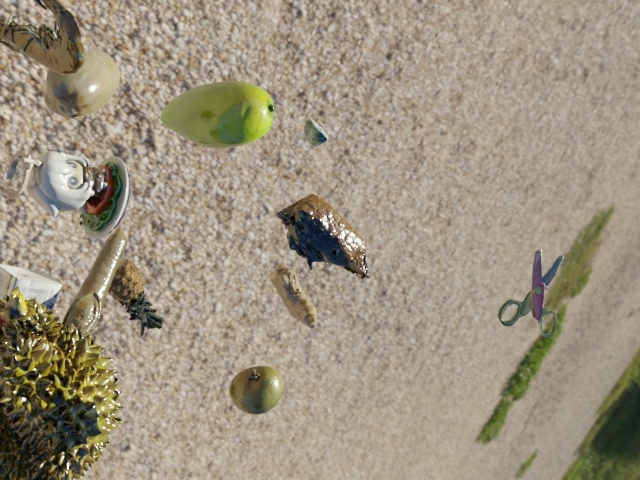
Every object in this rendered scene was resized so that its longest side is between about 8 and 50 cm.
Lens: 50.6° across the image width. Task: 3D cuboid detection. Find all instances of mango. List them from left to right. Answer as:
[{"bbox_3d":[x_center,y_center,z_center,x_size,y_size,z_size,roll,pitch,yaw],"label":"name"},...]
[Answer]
[{"bbox_3d":[-0.275,-0.318,1.723,0.192,0.343,0.156,-46,129,-42],"label":"mango"}]

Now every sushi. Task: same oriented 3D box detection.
[{"bbox_3d":[0.001,-0.001,1.734,0.287,0.149,0.140,47,46,-23],"label":"sushi"}]

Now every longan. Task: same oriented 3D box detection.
[{"bbox_3d":[-0.091,0.205,0.947,0.075,0.075,0.083,-38,142,-26],"label":"longan"}]

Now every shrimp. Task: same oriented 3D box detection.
[{"bbox_3d":[-0.393,-0.295,0.908,0.034,0.178,0.124,-50,163,-41],"label":"shrimp"}]

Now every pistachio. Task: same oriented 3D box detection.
[{"bbox_3d":[-0.515,-0.340,1.461,0.206,0.130,0.131,-69,148,-52],"label":"pistachio"}]

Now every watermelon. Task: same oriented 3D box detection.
[{"bbox_3d":[-0.005,-0.313,1.982,0.061,0.085,0.085,-40,147,-41],"label":"watermelon"}]

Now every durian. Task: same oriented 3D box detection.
[{"bbox_3d":[-0.432,0.228,1.003,0.258,0.293,0.258,-39,179,-1],"label":"durian"}]

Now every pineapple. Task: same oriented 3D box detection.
[{"bbox_3d":[-0.575,0.180,2.096,0.128,0.128,0.248,-38,117,-26],"label":"pineapple"}]

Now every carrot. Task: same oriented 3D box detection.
[{"bbox_3d":[-0.471,0.115,1.391,0.070,0.070,0.342,64,37,-55],"label":"carrot"}]

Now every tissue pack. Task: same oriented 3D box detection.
[{"bbox_3d":[-0.608,0.135,1.364,0.106,0.099,0.148,18,93,-51],"label":"tissue pack"}]

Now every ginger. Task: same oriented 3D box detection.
[{"bbox_3d":[-0.077,0.168,1.986,0.074,0.213,0.137,-35,175,-14],"label":"ginger"}]

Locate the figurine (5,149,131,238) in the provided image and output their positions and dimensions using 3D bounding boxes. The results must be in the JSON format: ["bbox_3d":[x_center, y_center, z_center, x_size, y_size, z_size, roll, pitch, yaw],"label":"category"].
[{"bbox_3d":[-0.371,-0.077,0.970,0.154,0.132,0.132,17,106,-45],"label":"figurine"}]

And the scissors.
[{"bbox_3d":[0.475,0.113,1.484,0.020,0.133,0.187,-50,156,-79],"label":"scissors"}]
